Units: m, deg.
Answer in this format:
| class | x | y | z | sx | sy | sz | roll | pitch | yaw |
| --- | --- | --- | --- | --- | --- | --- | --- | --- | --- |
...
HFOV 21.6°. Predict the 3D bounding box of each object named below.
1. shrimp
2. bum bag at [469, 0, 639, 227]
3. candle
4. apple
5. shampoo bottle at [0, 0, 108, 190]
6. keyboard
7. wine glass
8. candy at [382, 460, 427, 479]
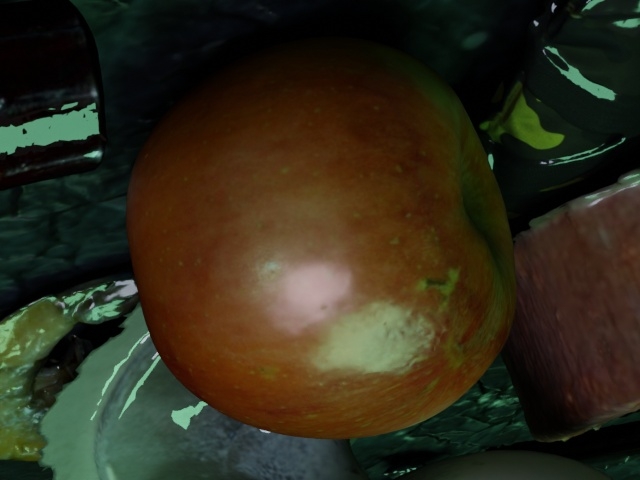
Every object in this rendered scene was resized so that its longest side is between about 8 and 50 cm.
| class | x | y | z | sx | sy | sz | roll | pitch | yaw |
| --- | --- | --- | --- | --- | --- | --- | --- | --- | --- |
| shrimp | -0.086 | 0.055 | 0.847 | 0.217 | 0.051 | 0.150 | -15 | 147 | -15 |
| bum bag | 0.116 | -0.065 | 0.738 | 0.106 | 0.060 | 0.232 | -10 | 153 | -25 |
| candle | 0.203 | 0.037 | 0.876 | 0.317 | 0.131 | 0.287 | -7 | 165 | -47 |
| apple | 0.000 | 0.000 | 0.671 | 0.139 | 0.163 | 0.163 | -17 | 156 | 14 |
| shampoo bottle | -0.204 | -0.026 | 0.521 | 0.278 | 0.104 | 0.104 | -12 | 154 | -18 |
| keyboard | 0.171 | 0.111 | 0.949 | 0.196 | 0.015 | 0.074 | -14 | -175 | 29 |
| wine glass | 0.042 | 0.173 | 0.773 | 0.238 | 0.323 | 0.238 | -23 | 138 | -22 |
| candy | 0.009 | 0.225 | 1.248 | 0.226 | 0.051 | 0.094 | -32 | 150 | 23 |
